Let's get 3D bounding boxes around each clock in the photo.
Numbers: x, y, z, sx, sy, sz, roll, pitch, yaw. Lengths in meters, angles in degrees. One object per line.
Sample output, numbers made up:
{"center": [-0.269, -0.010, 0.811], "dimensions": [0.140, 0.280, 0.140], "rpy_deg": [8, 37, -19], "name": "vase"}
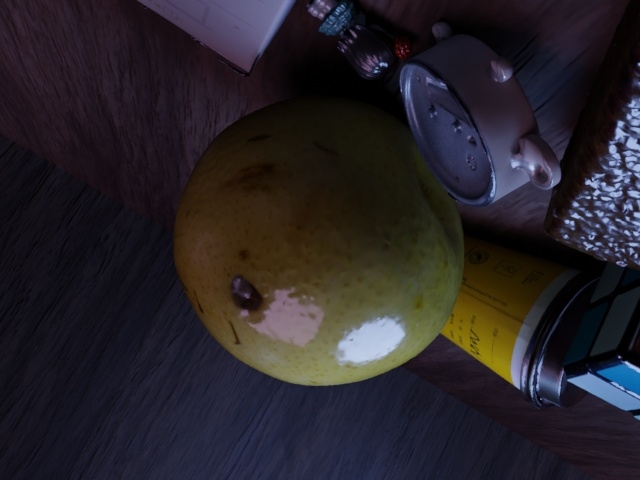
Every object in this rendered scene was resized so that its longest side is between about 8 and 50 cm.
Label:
{"center": [0.131, -0.108, 0.731], "dimensions": [0.229, 0.063, 0.156], "rpy_deg": [49, 166, 45], "name": "clock"}

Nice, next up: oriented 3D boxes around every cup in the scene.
{"center": [0.255, 0.094, 1.082], "dimensions": [0.279, 0.196, 0.196], "rpy_deg": [27, 167, 40], "name": "cup"}

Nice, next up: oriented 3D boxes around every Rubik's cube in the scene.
{"center": [0.385, 0.097, 0.829], "dimensions": [0.180, 0.183, 0.167], "rpy_deg": [30, 164, 5], "name": "Rubik's cube"}

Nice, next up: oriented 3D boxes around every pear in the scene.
{"center": [0.000, 0.000, 0.925], "dimensions": [0.348, 0.348, 0.348], "rpy_deg": [28, 165, 8], "name": "pear"}

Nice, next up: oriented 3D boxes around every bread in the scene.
{"center": [0.275, -0.082, 0.580], "dimensions": [0.165, 0.113, 0.416], "rpy_deg": [22, 164, 12], "name": "bread"}

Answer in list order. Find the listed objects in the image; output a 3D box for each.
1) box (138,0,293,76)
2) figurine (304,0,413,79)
{"center": [-0.103, -0.271, 0.685], "dimensions": [0.203, 0.106, 0.251], "rpy_deg": [33, 166, -9], "name": "box"}
{"center": [0.036, -0.204, 0.773], "dimensions": [0.106, 0.047, 0.060], "rpy_deg": [40, 127, -12], "name": "figurine"}
